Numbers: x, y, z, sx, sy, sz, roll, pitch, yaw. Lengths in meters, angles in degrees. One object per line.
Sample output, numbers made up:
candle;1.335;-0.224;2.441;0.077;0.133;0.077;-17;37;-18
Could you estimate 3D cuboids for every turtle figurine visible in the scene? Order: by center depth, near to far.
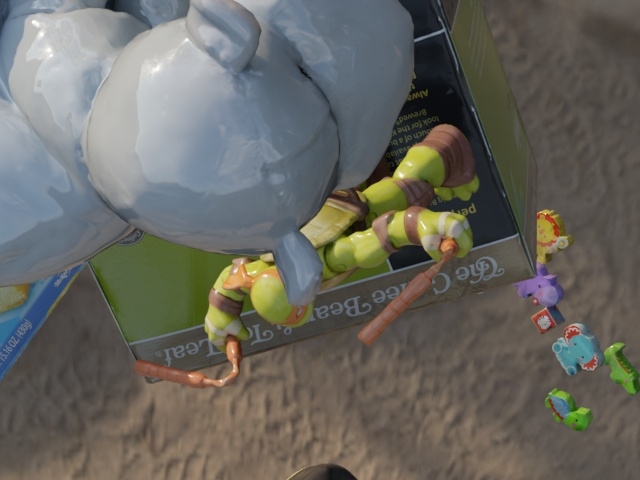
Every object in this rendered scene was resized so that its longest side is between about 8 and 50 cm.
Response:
turtle figurine;0.000;0.000;1.048;0.087;0.269;0.217;56;40;-11

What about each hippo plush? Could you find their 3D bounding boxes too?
hippo plush;-0.095;-0.083;0.756;0.236;0.234;0.294;-5;26;43

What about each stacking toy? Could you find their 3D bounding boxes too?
stacking toy;0.251;0.081;1.673;0.167;0.052;0.221;-21;78;-55

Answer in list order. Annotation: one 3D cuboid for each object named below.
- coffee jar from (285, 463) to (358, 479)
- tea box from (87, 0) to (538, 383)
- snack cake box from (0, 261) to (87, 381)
coffee jar;-0.018;0.227;1.200;0.096;0.184;0.079;49;60;0
tea box;-0.031;-0.106;1.260;0.329;0.323;0.220;-16;22;15
snack cake box;-0.280;0.060;1.025;0.152;0.089;0.264;40;57;-12
